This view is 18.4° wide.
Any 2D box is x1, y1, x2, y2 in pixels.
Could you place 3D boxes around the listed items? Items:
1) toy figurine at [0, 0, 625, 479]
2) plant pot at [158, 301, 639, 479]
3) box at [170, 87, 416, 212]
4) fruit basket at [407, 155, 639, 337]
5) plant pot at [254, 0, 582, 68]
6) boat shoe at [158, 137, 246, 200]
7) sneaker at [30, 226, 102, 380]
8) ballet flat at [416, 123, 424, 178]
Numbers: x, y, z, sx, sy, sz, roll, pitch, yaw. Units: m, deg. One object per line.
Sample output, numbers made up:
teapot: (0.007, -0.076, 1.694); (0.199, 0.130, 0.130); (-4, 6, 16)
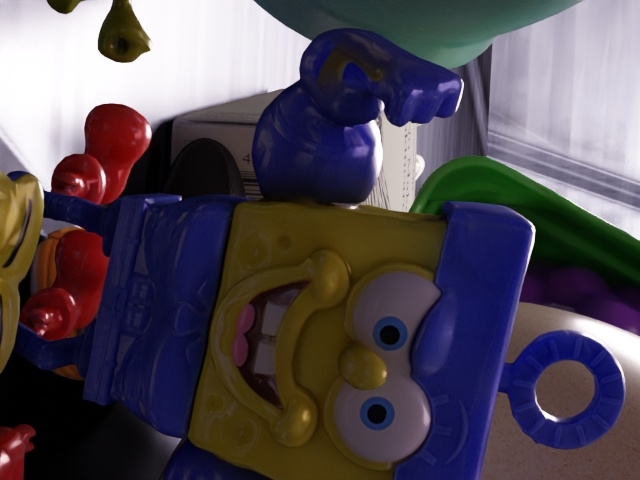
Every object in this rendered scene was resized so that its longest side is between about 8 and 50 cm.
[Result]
toy figurine: (0.000, 0.000, 0.660); (0.191, 0.217, 0.362); (-16, 119, -83)
plant pot: (0.037, 0.140, 0.783); (0.191, 0.284, 0.284); (35, 56, -53)
box: (-0.009, -0.024, 1.122); (0.275, 0.094, 0.113); (-40, 132, -76)
fruit basket: (0.103, 0.173, 0.964); (0.392, 0.283, 0.392); (-60, -174, 11)
plant pot: (0.052, -0.211, 1.003); (0.293, 0.293, 0.196); (-75, -169, -52)
boat shoe: (-0.063, 0.010, 0.949); (0.042, 0.049, 0.133); (89, 11, -71)
sneaker: (-0.038, 0.025, 0.861); (0.215, 0.083, 0.084); (-10, 93, -66)
ballet flat: (0.054, -0.081, 1.564); (0.070, 0.070, 0.188); (-45, 137, -76)
